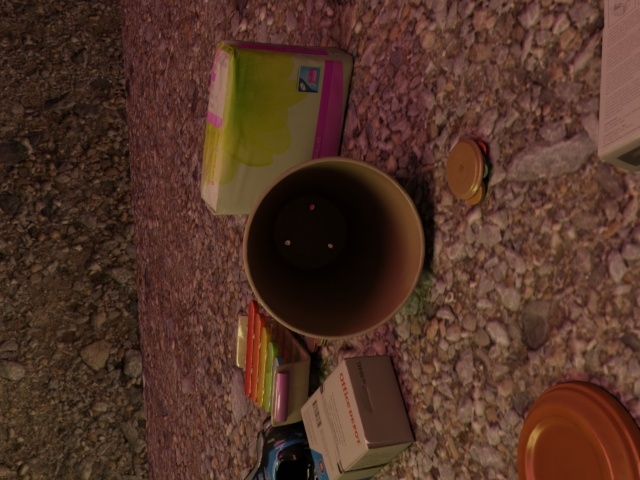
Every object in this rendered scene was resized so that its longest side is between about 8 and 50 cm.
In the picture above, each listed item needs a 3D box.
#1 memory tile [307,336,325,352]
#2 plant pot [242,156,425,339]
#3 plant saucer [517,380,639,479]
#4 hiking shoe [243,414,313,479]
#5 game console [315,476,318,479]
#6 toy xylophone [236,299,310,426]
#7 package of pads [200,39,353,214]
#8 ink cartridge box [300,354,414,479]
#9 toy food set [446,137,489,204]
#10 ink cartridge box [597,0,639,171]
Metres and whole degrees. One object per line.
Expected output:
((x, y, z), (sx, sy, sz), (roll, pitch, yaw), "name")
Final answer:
((-0.010, 0.125, 1.579), (0.113, 0.012, 0.147), (129, 135, -54), "memory tile")
((0.000, 0.000, 1.318), (0.274, 0.257, 0.256), (-150, 61, -80), "plant pot")
((0.275, 0.253, 0.925), (0.200, 0.037, 0.199), (179, 90, -65), "plant saucer")
((-0.085, 0.483, 1.631), (0.132, 0.113, 0.303), (-134, 49, -58), "hiking shoe")
((0.047, 0.446, 1.464), (0.122, 0.071, 0.107), (57, 170, 51), "game console")
((-0.089, 0.213, 1.648), (0.323, 0.081, 0.236), (-165, 75, -71), "toy xylophone")
((-0.082, -0.188, 1.469), (0.101, 0.229, 0.296), (-136, 50, -58), "package of pads")
((0.053, 0.291, 1.354), (0.203, 0.086, 0.148), (124, 138, -50), "ink cartridge box")
((0.192, -0.094, 1.116), (0.083, 0.020, 0.082), (-133, 48, -57), "toy food set")
((0.338, -0.202, 0.783), (0.189, 0.066, 0.232), (-37, 36, 61), "ink cartridge box")
